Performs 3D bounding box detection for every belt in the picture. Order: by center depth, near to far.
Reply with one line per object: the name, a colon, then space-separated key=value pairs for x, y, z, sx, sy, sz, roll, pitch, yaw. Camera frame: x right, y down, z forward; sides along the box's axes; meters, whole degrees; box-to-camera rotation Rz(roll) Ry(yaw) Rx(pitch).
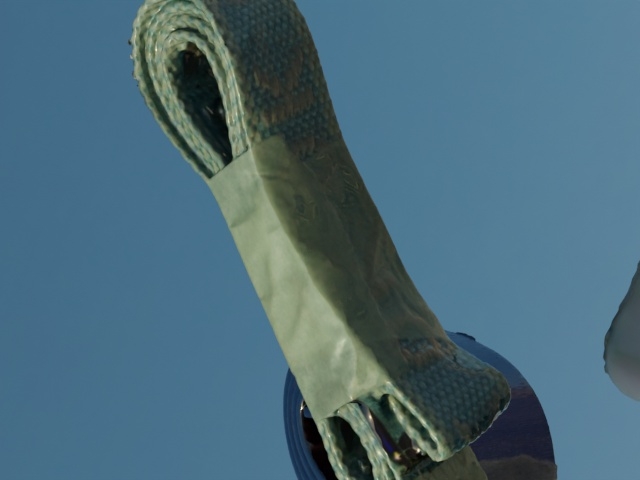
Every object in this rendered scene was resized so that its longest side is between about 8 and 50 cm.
belt: x=0.000 y=0.000 z=0.961 sx=0.072 sy=0.087 sz=0.302 roll=-23 pitch=-96 yaw=-49
belt: x=0.081 y=0.192 z=1.757 sx=0.117 sy=0.347 sz=0.212 roll=-2 pitch=-82 yaw=-27

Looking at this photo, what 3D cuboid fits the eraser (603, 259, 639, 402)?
eraser: x=0.428 y=0.063 z=1.852 sx=0.331 sy=0.150 sz=0.331 roll=-13 pitch=-67 yaw=-33
